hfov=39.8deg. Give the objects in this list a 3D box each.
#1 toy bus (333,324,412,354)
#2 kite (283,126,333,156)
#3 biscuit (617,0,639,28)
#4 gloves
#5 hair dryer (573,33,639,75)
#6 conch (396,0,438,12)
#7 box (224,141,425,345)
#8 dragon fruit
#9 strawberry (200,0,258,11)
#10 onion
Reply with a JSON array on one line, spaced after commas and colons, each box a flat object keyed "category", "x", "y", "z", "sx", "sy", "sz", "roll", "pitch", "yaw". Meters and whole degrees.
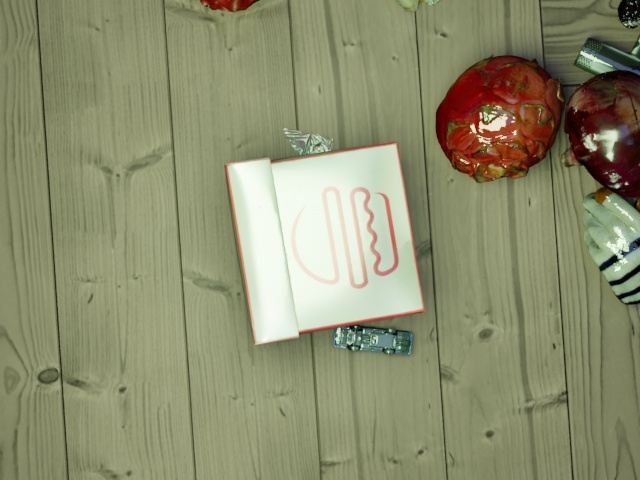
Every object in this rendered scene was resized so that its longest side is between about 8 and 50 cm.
[{"category": "toy bus", "x": 0.100, "y": 0.192, "z": 1.719, "sx": 0.153, "sy": 0.061, "sz": 0.051, "roll": 6, "pitch": 88, "yaw": -2}, {"category": "kite", "x": -0.041, "y": -0.163, "z": 1.746, "sx": 0.152, "sy": 0.005, "sz": 0.137, "roll": -31, "pitch": 92, "yaw": -1}, {"category": "biscuit", "x": 0.616, "y": -0.440, "z": 1.690, "sx": 0.089, "sy": 0.027, "sz": 0.087, "roll": 29, "pitch": 76, "yaw": 19}, {"category": "gloves", "x": 0.578, "y": 0.004, "z": 1.684, "sx": 0.140, "sy": 0.131, "sz": 0.219, "roll": -22, "pitch": 112, "yaw": 20}, {"category": "hair dryer", "x": 0.698, "y": -0.368, "z": 1.692, "sx": 0.320, "sy": 0.155, "sz": 0.284, "roll": 37, "pitch": 100, "yaw": 8}, {"category": "conch", "x": 0.191, "y": -0.558, "z": 1.684, "sx": 0.178, "sy": 0.163, "sz": 0.245, "roll": 6, "pitch": 120, "yaw": 15}, {"category": "box", "x": 0.000, "y": 0.000, "z": 1.594, "sx": 0.300, "sy": 0.314, "sz": 0.312, "roll": -10, "pitch": 91, "yaw": -3}, {"category": "dragon fruit", "x": 0.333, "y": -0.225, "z": 1.641, "sx": 0.241, "sy": 0.241, "sz": 0.252, "roll": 32, "pitch": 91, "yaw": -1}, {"category": "strawberry", "x": -0.198, "y": -0.610, "z": 1.643, "sx": 0.345, "sy": 0.295, "sz": 0.318, "roll": 35, "pitch": 108, "yaw": 32}, {"category": "onion", "x": 0.540, "y": -0.184, "z": 1.614, "sx": 0.219, "sy": 0.252, "sz": 0.252, "roll": -33, "pitch": 90, "yaw": 39}]
